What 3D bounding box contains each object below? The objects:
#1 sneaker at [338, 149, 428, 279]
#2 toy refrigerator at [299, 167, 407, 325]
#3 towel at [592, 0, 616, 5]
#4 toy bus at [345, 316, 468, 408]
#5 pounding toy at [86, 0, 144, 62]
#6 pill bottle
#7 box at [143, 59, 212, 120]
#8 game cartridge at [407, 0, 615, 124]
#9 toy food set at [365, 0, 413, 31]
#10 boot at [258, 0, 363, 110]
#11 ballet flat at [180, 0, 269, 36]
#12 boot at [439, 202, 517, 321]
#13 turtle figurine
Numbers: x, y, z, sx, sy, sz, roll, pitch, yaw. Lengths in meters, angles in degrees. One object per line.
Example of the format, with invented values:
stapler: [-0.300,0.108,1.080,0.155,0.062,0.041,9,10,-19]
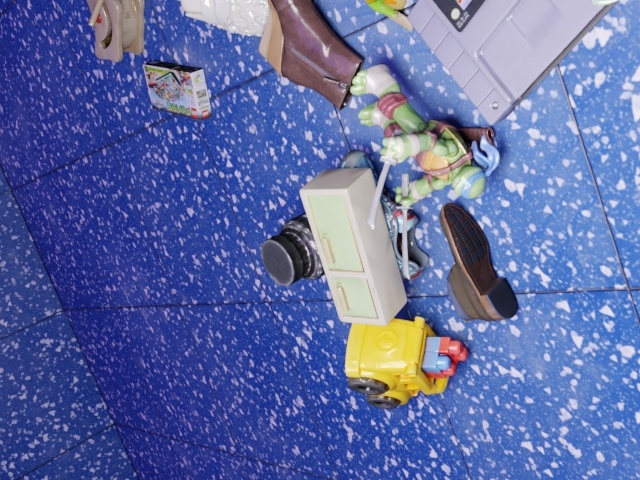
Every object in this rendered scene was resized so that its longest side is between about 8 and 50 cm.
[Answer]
sneaker: [0.124,-0.050,1.511,0.125,0.104,0.261,-6,115,42]
toy refrigerator: [0.059,0.014,1.465,0.102,0.094,0.269,2,121,36]
towel: [0.377,-0.445,0.902,0.248,0.038,0.324,-7,102,43]
toy bus: [0.175,0.227,1.566,0.211,0.149,0.220,-2,151,25]
pounding toy: [-0.514,-0.538,1.945,0.154,0.155,0.269,37,138,26]
pill bottle: [0.000,0.000,1.576,0.123,0.219,0.122,31,135,38]
box: [-0.333,-0.350,1.940,0.207,0.036,0.114,19,127,45]
game cartridge: [0.268,-0.348,1.140,0.230,0.068,0.355,51,144,10]
toy food set: [0.084,-0.409,1.291,0.132,0.038,0.192,41,163,30]
boot: [-0.002,-0.375,1.477,0.207,0.090,0.248,36,137,16]
ballet flat: [-0.250,-0.497,1.651,0.409,0.147,0.147,35,137,33]
boot: [0.237,0.046,1.421,0.106,0.082,0.219,-25,94,53]
turtle figurine: [0.117,-0.130,1.332,0.274,0.198,0.266,-47,56,23]
